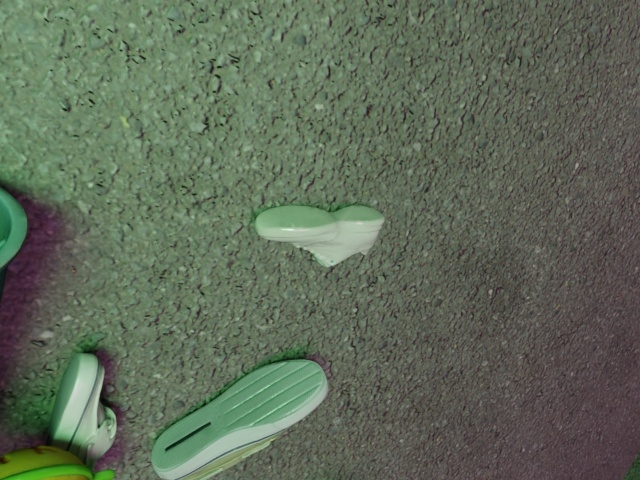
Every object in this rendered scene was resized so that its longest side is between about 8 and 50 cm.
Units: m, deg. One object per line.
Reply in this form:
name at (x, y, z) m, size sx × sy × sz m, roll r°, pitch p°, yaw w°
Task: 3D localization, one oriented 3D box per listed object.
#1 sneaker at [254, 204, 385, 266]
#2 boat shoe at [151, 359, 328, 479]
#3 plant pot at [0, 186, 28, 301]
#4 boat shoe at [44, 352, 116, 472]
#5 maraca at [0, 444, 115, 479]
sneaker at (0.000, 0.000, 0.667) m, size 0.212 × 0.080 × 0.094 m, roll -1°, pitch 122°, yaw -26°
boat shoe at (-0.123, 0.297, 0.718) m, size 0.302 × 0.109 × 0.094 m, roll -25°, pitch 134°, yaw -5°
plant pot at (-0.459, 0.121, 0.365) m, size 0.341 × 0.341 × 0.334 m, roll 7°, pitch 115°, yaw -27°
boat shoe at (-0.331, 0.265, 0.609) m, size 0.084 × 0.095 × 0.258 m, roll 12°, pitch 115°, yaw -33°
maraca at (-0.332, 0.301, 0.516) m, size 0.127 × 0.099 × 0.186 m, roll -26°, pitch 149°, yaw -1°
